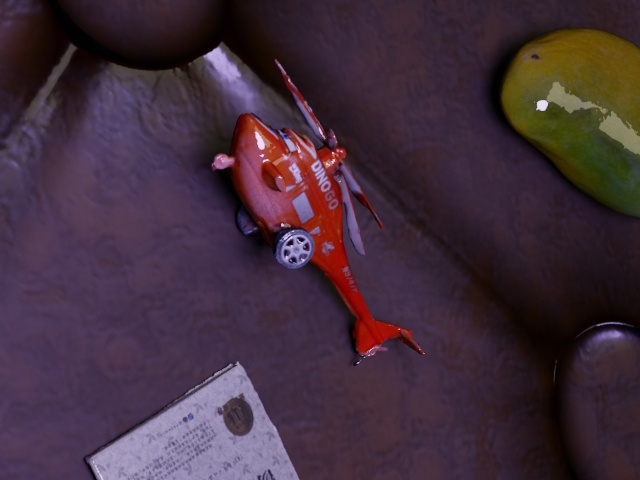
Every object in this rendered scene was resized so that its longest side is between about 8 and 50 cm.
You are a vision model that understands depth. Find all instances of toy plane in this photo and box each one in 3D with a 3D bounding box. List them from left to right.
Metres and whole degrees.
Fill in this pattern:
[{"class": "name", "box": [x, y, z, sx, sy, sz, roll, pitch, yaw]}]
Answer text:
[{"class": "toy plane", "box": [-0.004, -0.004, 1.109, 0.077, 0.126, 0.194, -34, 140, -10]}]

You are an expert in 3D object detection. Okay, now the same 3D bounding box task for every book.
[{"class": "book", "box": [-0.051, 0.177, 1.047, 0.127, 0.014, 0.181, -30, 98, -42]}]

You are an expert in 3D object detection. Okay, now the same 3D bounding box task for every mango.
[{"class": "mango", "box": [0.211, -0.091, 1.301, 0.191, 0.085, 0.122, 37, 59, -28]}]
